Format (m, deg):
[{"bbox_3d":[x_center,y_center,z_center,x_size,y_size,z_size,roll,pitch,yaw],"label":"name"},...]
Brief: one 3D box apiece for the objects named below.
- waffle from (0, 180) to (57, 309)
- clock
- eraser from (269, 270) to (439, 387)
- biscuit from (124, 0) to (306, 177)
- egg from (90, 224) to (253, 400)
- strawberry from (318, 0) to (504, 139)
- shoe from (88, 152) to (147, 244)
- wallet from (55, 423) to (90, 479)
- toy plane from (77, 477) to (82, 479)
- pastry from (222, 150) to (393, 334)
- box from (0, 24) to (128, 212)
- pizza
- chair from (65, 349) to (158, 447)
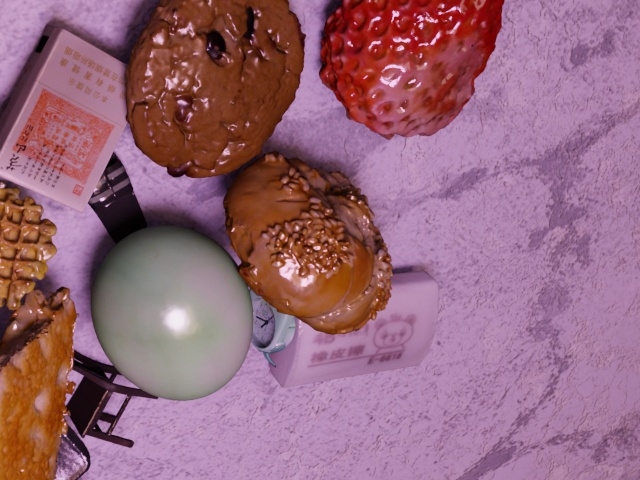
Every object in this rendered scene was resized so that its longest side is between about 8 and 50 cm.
[{"bbox_3d":[-0.430,0.004,1.276,0.191,0.191,0.038,-31,167,-13],"label":"waffle"},{"bbox_3d":[-0.080,0.131,1.579,0.041,0.101,0.135,-3,121,-39],"label":"clock"},{"bbox_3d":[0.058,0.145,1.671,0.270,0.095,0.174,-4,119,-28],"label":"eraser"},{"bbox_3d":[-0.132,-0.217,1.340,0.296,0.075,0.295,-25,127,-37],"label":"biscuit"},{"bbox_3d":[-0.203,0.104,1.411,0.220,0.220,0.269,-34,129,-12],"label":"egg"},{"bbox_3d":[0.154,-0.280,1.400,0.265,0.149,0.336,10,134,-31],"label":"strawberry"},{"bbox_3d":[-0.285,-0.056,1.388,0.071,0.049,0.179,-32,126,-13],"label":"shoe"},{"bbox_3d":[-0.445,0.270,1.411,0.149,0.044,0.250,-40,104,-19],"label":"wallet"},{"bbox_3d":[-0.459,0.447,1.502,0.267,0.122,0.266,-16,126,-24],"label":"toy plane"},{"bbox_3d":[0.000,0.000,1.461,0.162,0.255,0.311,-29,150,25],"label":"pastry"},{"bbox_3d":[-0.326,-0.154,1.285,0.141,0.058,0.201,29,87,-38],"label":"box"},{"bbox_3d":[-0.423,0.242,1.282,0.439,0.130,0.406,76,27,-53],"label":"pizza"},{"bbox_3d":[-0.355,0.221,1.473,0.213,0.084,0.101,25,96,-37],"label":"chair"}]
